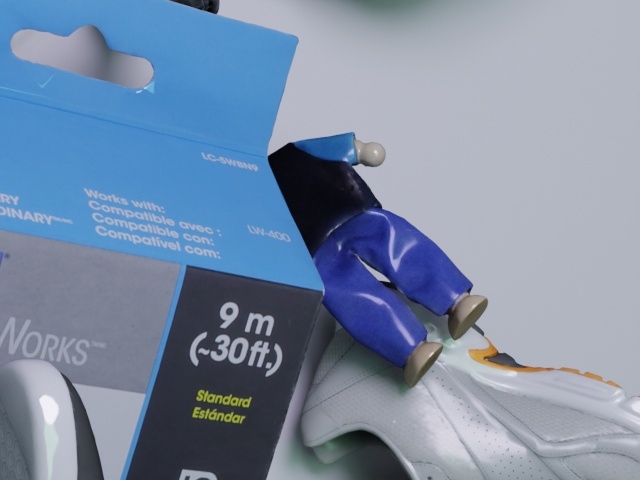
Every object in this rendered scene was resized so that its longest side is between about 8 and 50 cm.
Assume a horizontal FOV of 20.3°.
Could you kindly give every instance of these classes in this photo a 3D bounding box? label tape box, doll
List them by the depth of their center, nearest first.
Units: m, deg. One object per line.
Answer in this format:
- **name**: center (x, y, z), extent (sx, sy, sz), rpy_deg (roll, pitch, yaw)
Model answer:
- **label tape box**: center (-0.135, 0.042, 0.869), extent (0.240, 0.106, 0.334), rpy_deg (12, 100, -31)
- **doll**: center (0.000, 0.000, 1.018), extent (0.189, 0.046, 0.129), rpy_deg (42, 79, 13)

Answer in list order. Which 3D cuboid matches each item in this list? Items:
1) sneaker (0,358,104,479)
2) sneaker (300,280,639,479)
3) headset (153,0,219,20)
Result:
- **sneaker**: center (-0.081, 0.170, 0.820), extent (0.147, 0.104, 0.296), rpy_deg (-14, 121, -25)
- **sneaker**: center (0.110, 0.130, 1.044), extent (0.262, 0.099, 0.121), rpy_deg (23, 72, 12)
- **headset**: center (0.034, -0.245, 1.033), extent (0.394, 0.185, 0.243), rpy_deg (-39, 105, -13)
